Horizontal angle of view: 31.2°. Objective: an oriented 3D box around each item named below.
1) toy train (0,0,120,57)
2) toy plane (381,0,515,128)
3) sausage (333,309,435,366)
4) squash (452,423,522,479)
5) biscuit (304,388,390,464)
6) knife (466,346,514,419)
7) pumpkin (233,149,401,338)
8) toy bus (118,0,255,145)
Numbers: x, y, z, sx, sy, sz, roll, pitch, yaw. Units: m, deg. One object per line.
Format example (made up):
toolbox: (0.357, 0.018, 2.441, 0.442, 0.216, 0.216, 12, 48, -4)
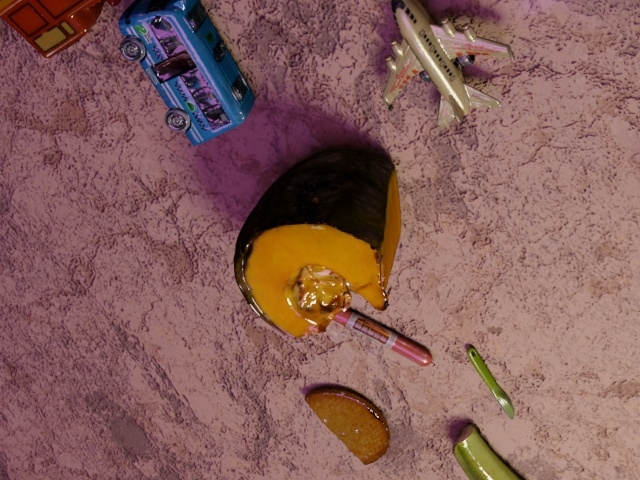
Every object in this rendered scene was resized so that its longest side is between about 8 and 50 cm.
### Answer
toy train: (-0.420, -0.440, 1.817, 0.369, 0.163, 0.231, -24, 126, 31)
toy plane: (0.173, -0.285, 1.751, 0.229, 0.092, 0.244, -18, 115, 32)
sausage: (0.101, 0.171, 2.133, 0.253, 0.034, 0.034, 26, 128, 1)
squash: (0.342, 0.463, 2.227, 0.083, 0.083, 0.250, -33, 105, 34)
biscuit: (0.070, 0.360, 2.281, 0.126, 0.025, 0.206, -29, 111, 34)
knife: (0.320, 0.268, 2.130, 0.026, 0.022, 0.184, 1, 130, 56)
pumpkin: (0.000, 0.000, 1.928, 0.303, 0.225, 0.256, -21, 117, 30)
toy bus: (-0.216, -0.289, 1.874, 0.134, 0.113, 0.246, -18, 118, 24)
